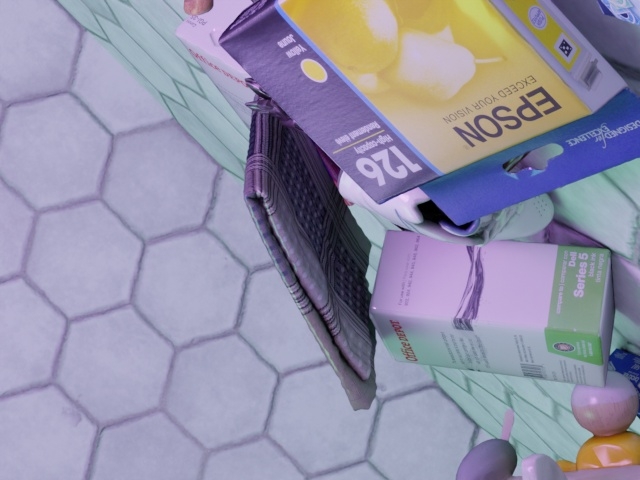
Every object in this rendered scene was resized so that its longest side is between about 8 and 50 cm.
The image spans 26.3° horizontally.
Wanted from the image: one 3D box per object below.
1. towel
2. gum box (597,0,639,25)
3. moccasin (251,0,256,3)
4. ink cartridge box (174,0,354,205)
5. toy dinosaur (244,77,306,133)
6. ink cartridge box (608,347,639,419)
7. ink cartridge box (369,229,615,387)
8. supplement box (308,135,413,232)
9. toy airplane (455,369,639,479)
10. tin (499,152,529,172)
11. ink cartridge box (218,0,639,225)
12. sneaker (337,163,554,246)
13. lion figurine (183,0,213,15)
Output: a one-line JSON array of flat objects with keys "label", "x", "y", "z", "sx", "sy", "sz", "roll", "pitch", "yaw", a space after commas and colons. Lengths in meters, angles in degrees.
[{"label": "towel", "x": 0.000, "y": 0.000, "z": 1.643, "sx": 0.312, "sy": 0.056, "sz": 0.324, "roll": -90, "pitch": -24, "yaw": -62}, {"label": "gum box", "x": 0.237, "y": -0.197, "z": 0.914, "sx": 0.184, "sy": 0.041, "sz": 0.157, "roll": 35, "pitch": 167, "yaw": 49}, {"label": "moccasin", "x": 0.031, "y": -0.244, "z": 1.346, "sx": 0.380, "sy": 0.147, "sz": 0.139, "roll": 41, "pitch": -169, "yaw": -9}, {"label": "ink cartridge box", "x": -0.043, "y": -0.202, "z": 1.873, "sx": 0.207, "sy": 0.117, "sz": 0.283, "roll": 35, "pitch": 168, "yaw": 45}, {"label": "toy dinosaur", "x": 0.035, "y": -0.193, "z": 1.530, "sx": 0.218, "sy": 0.164, "sz": 0.322, "roll": -4, "pitch": 111, "yaw": 57}, {"label": "ink cartridge box", "x": 0.471, "y": 0.237, "z": 1.850, "sx": 0.207, "sy": 0.046, "sz": 0.097, "roll": 47, "pitch": 169, "yaw": -20}, {"label": "ink cartridge box", "x": 0.214, "y": 0.084, "z": 1.671, "sx": 0.272, "sy": 0.115, "sz": 0.198, "roll": 6, "pitch": 158, "yaw": 16}, {"label": "supplement box", "x": 0.108, "y": -0.090, "z": 1.743, "sx": 0.220, "sy": 0.111, "sz": 0.114, "roll": 38, "pitch": 169, "yaw": 31}, {"label": "toy airplane", "x": 0.345, "y": 0.293, "z": 1.710, "sx": 0.386, "sy": 0.273, "sz": 0.384, "roll": 2, "pitch": 164, "yaw": -8}, {"label": "tin", "x": 0.194, "y": -0.100, "z": 1.349, "sx": 0.040, "sy": 0.106, "sz": 0.190, "roll": 51, "pitch": 171, "yaw": 6}, {"label": "ink cartridge box", "x": 0.100, "y": -0.130, "z": 1.191, "sx": 0.307, "sy": 0.072, "sz": 0.303, "roll": 45, "pitch": 147, "yaw": -15}, {"label": "sneaker", "x": 0.155, "y": -0.033, "z": 1.484, "sx": 0.297, "sy": 0.111, "sz": 0.129, "roll": 6, "pitch": -155, "yaw": -41}, {"label": "lion figurine", "x": -0.186, "y": -0.408, "z": 1.485, "sx": 0.392, "sy": 0.142, "sz": 0.240, "roll": 28, "pitch": 135, "yaw": 39}]
